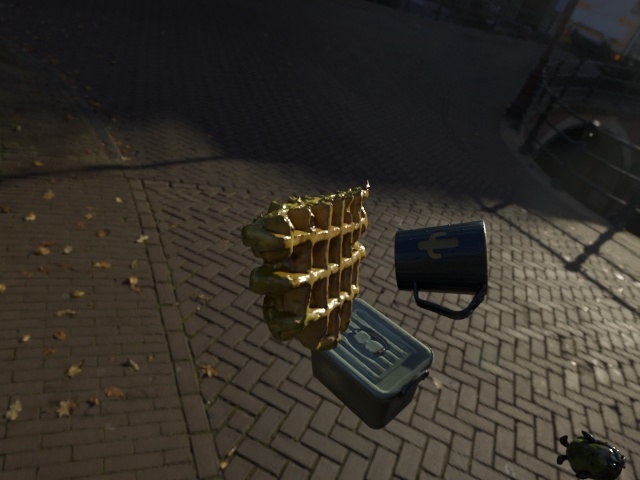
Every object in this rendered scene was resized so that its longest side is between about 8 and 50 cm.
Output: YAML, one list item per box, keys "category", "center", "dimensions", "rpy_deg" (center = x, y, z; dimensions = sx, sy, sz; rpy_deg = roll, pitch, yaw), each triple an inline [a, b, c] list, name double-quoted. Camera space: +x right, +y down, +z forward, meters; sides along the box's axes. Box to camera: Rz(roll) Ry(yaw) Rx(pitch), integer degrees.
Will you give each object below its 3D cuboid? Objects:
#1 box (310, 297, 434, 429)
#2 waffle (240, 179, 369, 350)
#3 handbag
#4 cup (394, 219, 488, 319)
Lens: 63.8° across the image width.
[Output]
- category: "box"
  center: [0.088, 0.244, 1.019]
  dimensions: [0.163, 0.135, 0.243]
  rpy_deg: [-29, 47, -35]
- category: "waffle"
  center: [0.000, 0.000, 0.410]
  dimensions: [0.046, 0.161, 0.192]
  rpy_deg: [2, 43, 21]
- category: "handbag"
  center: [0.423, 0.336, 0.795]
  dimensions: [0.047, 0.111, 0.072]
  rpy_deg: [18, 75, -12]
- category: "cup"
  center: [0.212, 0.052, 0.906]
  dimensions: [0.155, 0.131, 0.177]
  rpy_deg: [-2, 59, 16]
